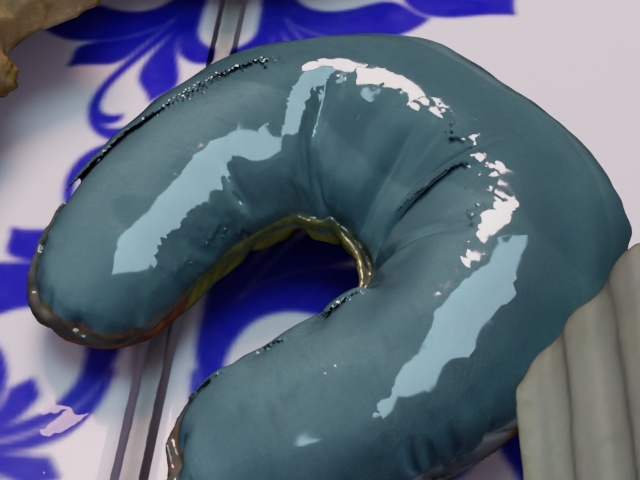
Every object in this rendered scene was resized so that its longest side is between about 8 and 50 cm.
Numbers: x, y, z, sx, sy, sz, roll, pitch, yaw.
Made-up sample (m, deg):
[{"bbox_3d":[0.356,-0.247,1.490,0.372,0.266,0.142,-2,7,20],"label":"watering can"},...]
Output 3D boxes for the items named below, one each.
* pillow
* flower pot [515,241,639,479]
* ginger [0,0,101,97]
[{"bbox_3d":[0.000,0.000,0.522,0.214,0.086,0.233,-31,48,-19],"label":"pillow"},{"bbox_3d":[0.168,0.094,0.317,0.209,0.239,0.189,21,42,-15],"label":"flower pot"},{"bbox_3d":[-0.181,-0.185,0.695,0.363,0.122,0.348,35,47,18],"label":"ginger"}]
